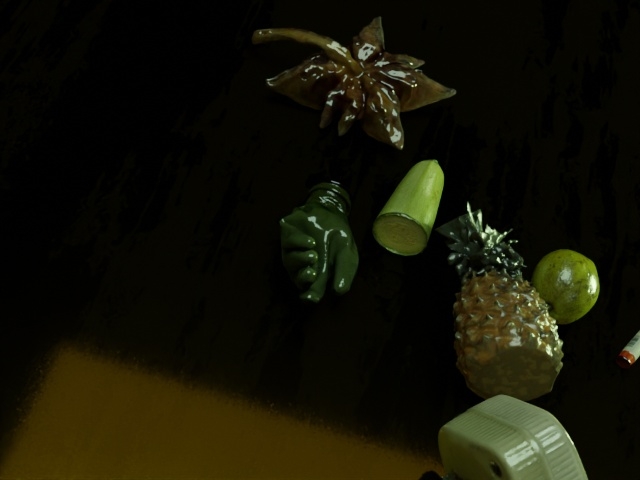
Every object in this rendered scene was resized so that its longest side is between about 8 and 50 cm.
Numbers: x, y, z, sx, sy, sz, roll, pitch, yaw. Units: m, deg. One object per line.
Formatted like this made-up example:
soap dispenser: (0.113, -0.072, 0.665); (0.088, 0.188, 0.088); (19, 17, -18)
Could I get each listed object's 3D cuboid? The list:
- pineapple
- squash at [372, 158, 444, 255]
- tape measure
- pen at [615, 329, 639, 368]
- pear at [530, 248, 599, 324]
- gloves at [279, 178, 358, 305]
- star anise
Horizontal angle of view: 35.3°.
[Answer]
pineapple: (0.261, 0.074, 1.521); (0.169, 0.169, 0.340); (4, 44, -9)
squash: (0.159, -0.073, 1.663); (0.094, 0.094, 0.224); (22, 44, 5)
tape measure: (0.249, 0.343, 1.278); (0.133, 0.231, 0.271); (-28, 100, -17)
pen: (0.544, 0.127, 1.612); (0.028, 0.028, 0.239); (40, 56, 19)
pear: (0.381, 0.071, 1.573); (0.107, 0.107, 0.131); (32, 46, 13)
gloves: (-0.004, 0.008, 1.543); (0.135, 0.107, 0.268); (22, 34, -5)
star anise: (0.058, -0.293, 1.788); (0.292, 0.109, 0.349); (-21, 59, -31)
